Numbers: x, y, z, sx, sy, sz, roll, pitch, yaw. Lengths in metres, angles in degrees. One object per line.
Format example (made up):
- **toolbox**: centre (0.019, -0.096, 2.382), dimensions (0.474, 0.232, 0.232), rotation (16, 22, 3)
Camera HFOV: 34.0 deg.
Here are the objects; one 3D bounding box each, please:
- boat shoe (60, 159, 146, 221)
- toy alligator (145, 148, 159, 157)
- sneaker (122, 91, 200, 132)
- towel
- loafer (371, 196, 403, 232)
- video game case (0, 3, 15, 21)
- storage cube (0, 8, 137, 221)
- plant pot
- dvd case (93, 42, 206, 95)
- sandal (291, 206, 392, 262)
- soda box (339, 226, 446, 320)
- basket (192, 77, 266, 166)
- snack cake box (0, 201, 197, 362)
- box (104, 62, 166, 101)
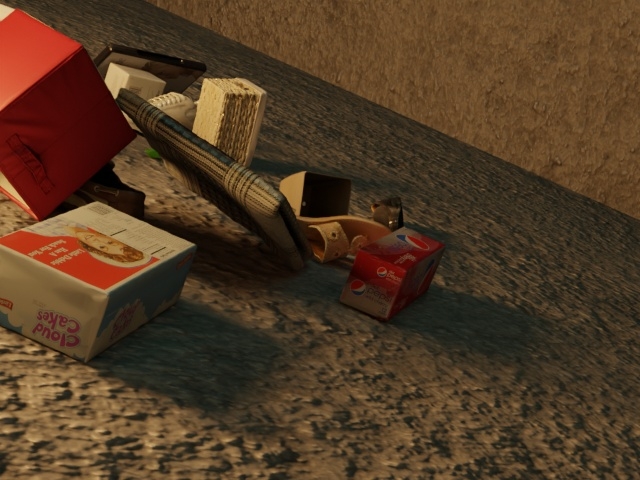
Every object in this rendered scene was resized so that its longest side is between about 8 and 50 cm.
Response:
- **boat shoe**: centre (-0.336, -0.085, 1.566), dimensions (0.095, 0.095, 0.257), rotation (2, 23, -47)
- **toy alligator**: centre (-0.246, -0.169, 2.039), dimensions (0.190, 0.051, 0.056), rotation (12, 18, -26)
- **sneaker**: centre (-0.330, -0.270, 2.203), dimensions (0.090, 0.095, 0.235), rotation (33, 22, 34)
- **towel**: centre (-0.156, -0.081, 1.594), dimensions (0.312, 0.056, 0.324), rotation (34, -8, 16)
- **loafer**: centre (0.134, -0.044, 2.089), dimensions (0.061, 0.062, 0.170), rotation (-3, 13, 2)
- **video game case**: centre (-0.682, -0.368, 1.875), dimensions (0.329, 0.036, 0.300), rotation (20, -26, 0)
- **storage cube**: centre (-0.412, -0.178, 1.481), dimensions (0.215, 0.193, 0.183), rotation (30, -23, 38)
- **plant pot**: centre (-0.020, -0.066, 1.872), dimensions (0.109, 0.109, 0.096), rotation (7, 2, -38)
- **dvd case**: centre (-0.405, -0.364, 2.332), dimensions (0.253, 0.180, 0.022), rotation (5, 64, -42)
- **sandal**: centre (-0.001, 0.004, 1.755), dimensions (0.240, 0.088, 0.079), rotation (12, 47, -1)
- **soda box**: centre (0.121, 0.048, 1.672), dimensions (0.083, 0.092, 0.263), rotation (25, 16, 14)
- **basket**: centre (-0.194, -0.248, 2.163), dimensions (0.103, 0.167, 0.113), rotation (2, 23, -35)
- **snack cake box**: centre (-0.270, 0.041, 1.235), dimensions (0.152, 0.089, 0.264), rotation (24, 16, 9)
- **box**: centre (-0.405, -0.314, 2.243), dimensions (0.102, 0.101, 0.087), rotation (6, 20, -45)
